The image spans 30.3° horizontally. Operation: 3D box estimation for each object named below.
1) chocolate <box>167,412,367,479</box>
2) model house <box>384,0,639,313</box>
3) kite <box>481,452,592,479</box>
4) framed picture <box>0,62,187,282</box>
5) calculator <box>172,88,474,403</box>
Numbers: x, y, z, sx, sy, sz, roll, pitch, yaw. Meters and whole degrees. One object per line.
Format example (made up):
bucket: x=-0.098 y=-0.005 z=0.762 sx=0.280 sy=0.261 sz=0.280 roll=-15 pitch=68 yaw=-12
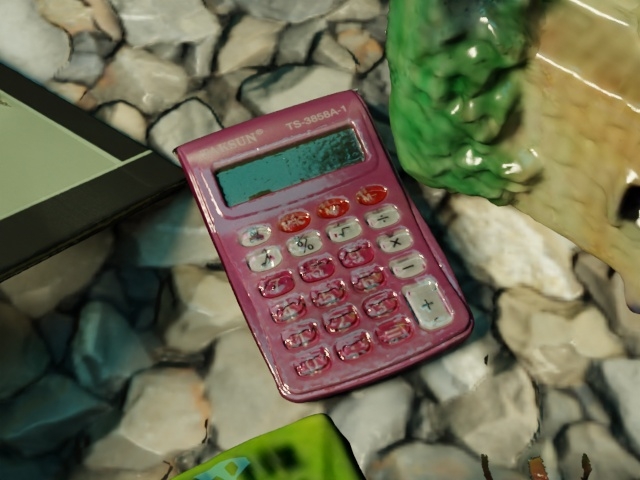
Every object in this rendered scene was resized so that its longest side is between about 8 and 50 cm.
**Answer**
chocolate: x=-0.061 y=0.267 z=0.475 sx=0.301 sy=0.137 sz=0.289 roll=-24 pitch=61 yaw=-15
model house: x=0.215 y=-0.123 z=0.621 sx=0.280 sy=0.312 sz=0.245 roll=37 pitch=61 yaw=26
kite: x=0.144 y=0.209 z=0.558 sx=0.141 sy=0.015 sz=0.245 roll=9 pitch=47 yaw=-33
framed picture: x=-0.259 y=-0.050 z=0.625 sx=0.265 sy=0.016 sz=0.347 roll=29 pitch=28 yaw=12
calculator: x=0.000 y=0.000 z=0.708 sx=0.126 sy=0.034 sz=0.190 roll=-19 pitch=65 yaw=-14
